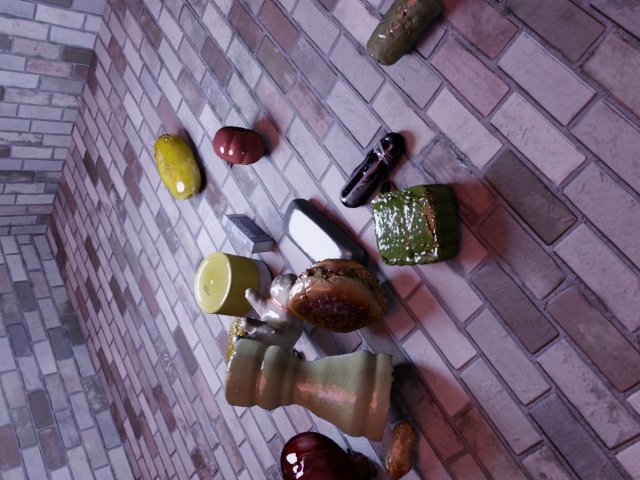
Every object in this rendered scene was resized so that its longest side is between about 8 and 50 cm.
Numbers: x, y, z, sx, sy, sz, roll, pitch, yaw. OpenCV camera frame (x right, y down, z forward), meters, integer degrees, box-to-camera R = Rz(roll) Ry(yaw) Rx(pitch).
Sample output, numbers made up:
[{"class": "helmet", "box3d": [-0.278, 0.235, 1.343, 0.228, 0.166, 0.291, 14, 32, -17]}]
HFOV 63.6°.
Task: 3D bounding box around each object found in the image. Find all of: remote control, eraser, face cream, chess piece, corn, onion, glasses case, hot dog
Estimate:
[{"class": "remote control", "box3d": [0.136, -0.192, 1.441, 0.090, 0.066, 0.266, 54, 130, 22]}, {"class": "eraser", "box3d": [-0.265, -0.028, 1.859, 0.212, 0.092, 0.046, 40, 122, 36]}, {"class": "face cream", "box3d": [-0.312, 0.159, 1.829, 0.218, 0.179, 0.218, -13, 71, 41]}, {"class": "chess piece", "box3d": [-0.030, 0.391, 1.418, 0.442, 0.234, 0.234, 9, 104, 7]}, {"class": "corn", "box3d": [-0.304, 0.397, 1.947, 0.097, 0.097, 0.262, 24, 111, 42]}, {"class": "onion", "box3d": [0.033, 0.717, 1.540, 0.347, 0.285, 0.348, 156, 90, -82]}, {"class": "glasses case", "box3d": [0.000, 0.000, 1.598, 0.323, 0.074, 0.131, 43, 124, 35]}, {"class": "hot dog", "box3d": [0.228, 0.578, 1.433, 0.078, 0.061, 0.169, 15, 85, 12]}]

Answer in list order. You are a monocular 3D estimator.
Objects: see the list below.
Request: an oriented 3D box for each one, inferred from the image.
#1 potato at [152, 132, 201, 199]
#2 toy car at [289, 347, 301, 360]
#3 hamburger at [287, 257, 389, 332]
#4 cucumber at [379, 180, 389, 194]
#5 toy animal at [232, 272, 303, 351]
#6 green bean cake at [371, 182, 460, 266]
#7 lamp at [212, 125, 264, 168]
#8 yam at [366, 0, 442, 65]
[{"class": "potato", "box3d": [-0.594, -0.306, 2.138, 0.173, 0.140, 0.300, -37, 73, 34]}, {"class": "toy car", "box3d": [-0.125, 0.440, 1.767, 0.112, 0.112, 0.139, -16, 92, 61]}, {"class": "hamburger", "box3d": [0.052, 0.167, 1.462, 0.243, 0.286, 0.146, 87, -171, -48]}, {"class": "cucumber", "box3d": [0.177, -0.075, 1.436, 0.036, 0.033, 0.184, 3, 95, 64]}, {"class": "toy animal", "box3d": [-0.136, 0.235, 1.625, 0.188, 0.308, 0.266, -29, 76, 29]}, {"class": "green bean cake", "box3d": [0.239, -0.036, 1.317, 0.214, 0.113, 0.200, -11, 86, 46]}, {"class": "lamp", "box3d": [-0.284, -0.321, 1.785, 0.182, 0.182, 0.140, 32, 120, 39]}, {"class": "yam", "box3d": [0.205, -0.540, 1.302, 0.194, 0.107, 0.107, -46, 62, 40]}]
